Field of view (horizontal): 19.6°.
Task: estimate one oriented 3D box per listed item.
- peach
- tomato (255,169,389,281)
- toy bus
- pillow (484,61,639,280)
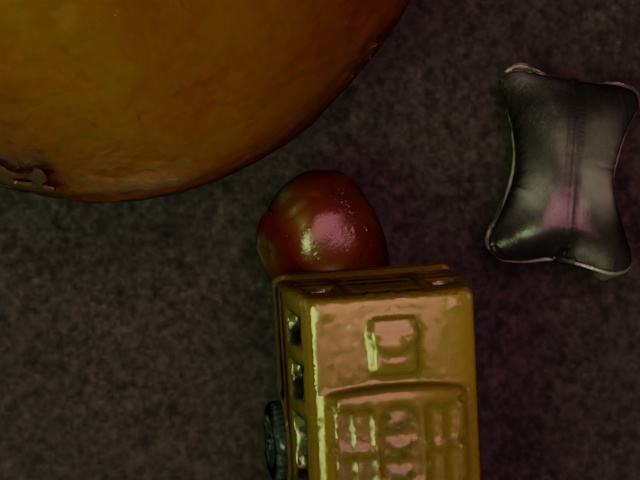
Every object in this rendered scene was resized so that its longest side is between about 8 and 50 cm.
[{"bbox_3d":[-0.106,-0.203,1.011,0.373,0.290,0.372,-10,66,24],"label":"peach"},{"bbox_3d":[0.000,0.000,1.132,0.075,0.087,0.087,-27,89,-9],"label":"tomato"},{"bbox_3d":[0.039,0.185,1.074,0.121,0.123,0.335,-4,94,-11],"label":"toy bus"},{"bbox_3d":[0.157,-0.045,1.186,0.091,0.055,0.135,4,77,20],"label":"pillow"}]
